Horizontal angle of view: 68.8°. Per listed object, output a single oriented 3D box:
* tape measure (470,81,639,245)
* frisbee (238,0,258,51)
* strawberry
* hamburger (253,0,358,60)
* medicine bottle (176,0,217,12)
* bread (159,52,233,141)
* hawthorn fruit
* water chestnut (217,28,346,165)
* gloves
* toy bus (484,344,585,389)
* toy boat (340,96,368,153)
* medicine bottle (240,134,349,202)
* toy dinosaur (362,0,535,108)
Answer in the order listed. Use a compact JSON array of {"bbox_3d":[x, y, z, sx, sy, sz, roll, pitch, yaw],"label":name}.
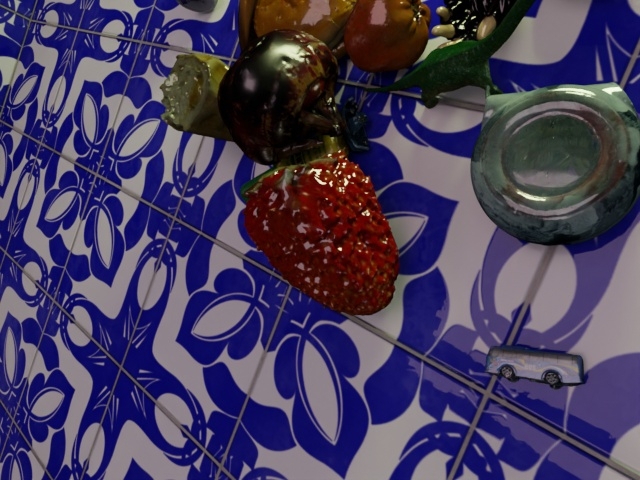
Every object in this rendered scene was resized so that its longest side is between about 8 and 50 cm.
[{"bbox_3d":[0.387,-0.127,0.773,0.256,0.147,0.275,4,80,33],"label":"tape measure"},{"bbox_3d":[-0.169,-0.589,1.191,0.021,0.251,0.251,11,88,4],"label":"frisbee"},{"bbox_3d":[-0.001,0.000,0.965,0.292,0.292,0.344,-21,85,30],"label":"strawberry"},{"bbox_3d":[-0.025,-0.573,1.113,0.314,0.170,0.290,9,87,35],"label":"hamburger"},{"bbox_3d":[-0.367,-0.823,1.412,0.135,0.135,0.215,2,83,35],"label":"medicine bottle"},{"bbox_3d":[-0.249,-0.357,1.191,0.238,0.252,0.196,-41,66,27],"label":"bread"},{"bbox_3d":[0.139,-0.440,0.983,0.189,0.189,0.189,-7,78,33],"label":"hawthorn fruit"},{"bbox_3d":[-0.083,-0.306,1.010,0.289,0.244,0.289,-34,33,26],"label":"water chestnut"},{"bbox_3d":[0.296,-0.443,0.900,0.203,0.124,0.164,-48,47,16],"label":"gloves"},{"bbox_3d":[0.360,0.213,0.791,0.153,0.051,0.061,0,69,35],"label":"toy bus"},{"bbox_3d":[0.079,-0.262,1.056,0.061,0.060,0.137,-39,55,45],"label":"toy boat"},{"bbox_3d":[-0.069,-0.168,1.133,0.309,0.076,0.111,-24,53,30],"label":"medicine bottle"},{"bbox_3d":[0.221,-0.325,0.824,0.447,0.301,0.087,1,85,33],"label":"toy dinosaur"}]
